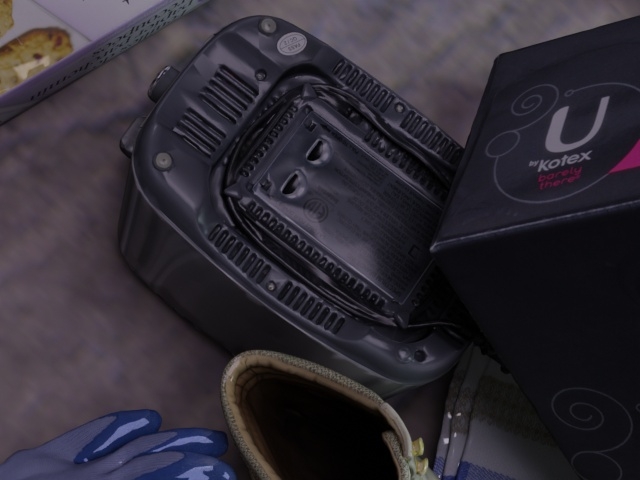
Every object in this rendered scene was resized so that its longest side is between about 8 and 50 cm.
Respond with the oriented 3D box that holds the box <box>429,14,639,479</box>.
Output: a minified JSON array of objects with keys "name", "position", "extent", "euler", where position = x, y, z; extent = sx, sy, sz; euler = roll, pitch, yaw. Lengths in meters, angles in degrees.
[{"name":"box","position":[0.194,0.036,0.831],"extent":[0.270,0.165,0.143],"euler":[54,39,-30]}]

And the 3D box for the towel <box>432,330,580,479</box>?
[{"name":"towel","position":[0.172,0.074,0.993],"extent":[0.209,0.034,0.285],"euler":[19,72,-13]}]

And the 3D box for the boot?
[{"name":"boot","position":[0.042,0.140,0.838],"extent":[0.213,0.165,0.077],"euler":[39,78,16]}]

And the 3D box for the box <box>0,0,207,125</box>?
[{"name":"box","position":[-0.179,-0.093,0.919],"extent":[0.324,0.063,0.067],"euler":[-34,87,-22]}]

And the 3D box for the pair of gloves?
[{"name":"pair of gloves","position":[-0.115,0.147,0.768],"extent":[0.159,0.023,0.198],"euler":[-12,34,7]}]

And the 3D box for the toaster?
[{"name":"toaster","position":[0.000,0.000,0.901],"extent":[0.227,0.146,0.129],"euler":[36,69,-4]}]
